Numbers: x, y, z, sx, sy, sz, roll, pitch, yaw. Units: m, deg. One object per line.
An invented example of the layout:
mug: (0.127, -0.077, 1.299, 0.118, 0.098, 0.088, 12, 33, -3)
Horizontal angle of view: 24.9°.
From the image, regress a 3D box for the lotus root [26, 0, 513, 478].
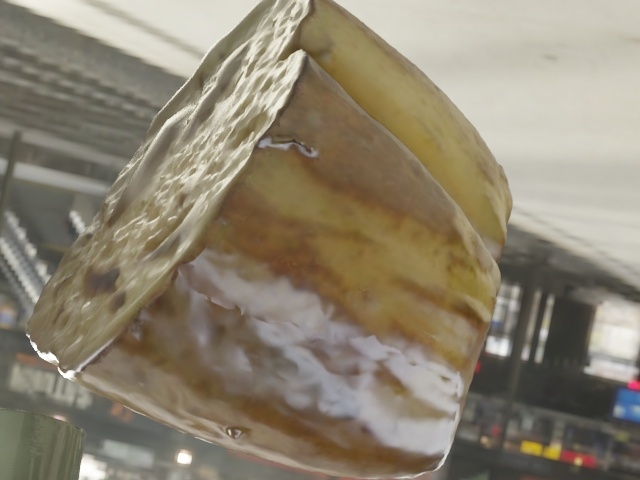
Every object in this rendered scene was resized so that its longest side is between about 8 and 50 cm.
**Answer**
lotus root: (0.000, 0.000, 0.870, 0.250, 0.316, 0.316, 30, 175, -11)

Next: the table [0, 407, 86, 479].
table: (-0.287, 0.271, 1.291, 0.126, 0.220, 0.126, 5, 159, 2)
